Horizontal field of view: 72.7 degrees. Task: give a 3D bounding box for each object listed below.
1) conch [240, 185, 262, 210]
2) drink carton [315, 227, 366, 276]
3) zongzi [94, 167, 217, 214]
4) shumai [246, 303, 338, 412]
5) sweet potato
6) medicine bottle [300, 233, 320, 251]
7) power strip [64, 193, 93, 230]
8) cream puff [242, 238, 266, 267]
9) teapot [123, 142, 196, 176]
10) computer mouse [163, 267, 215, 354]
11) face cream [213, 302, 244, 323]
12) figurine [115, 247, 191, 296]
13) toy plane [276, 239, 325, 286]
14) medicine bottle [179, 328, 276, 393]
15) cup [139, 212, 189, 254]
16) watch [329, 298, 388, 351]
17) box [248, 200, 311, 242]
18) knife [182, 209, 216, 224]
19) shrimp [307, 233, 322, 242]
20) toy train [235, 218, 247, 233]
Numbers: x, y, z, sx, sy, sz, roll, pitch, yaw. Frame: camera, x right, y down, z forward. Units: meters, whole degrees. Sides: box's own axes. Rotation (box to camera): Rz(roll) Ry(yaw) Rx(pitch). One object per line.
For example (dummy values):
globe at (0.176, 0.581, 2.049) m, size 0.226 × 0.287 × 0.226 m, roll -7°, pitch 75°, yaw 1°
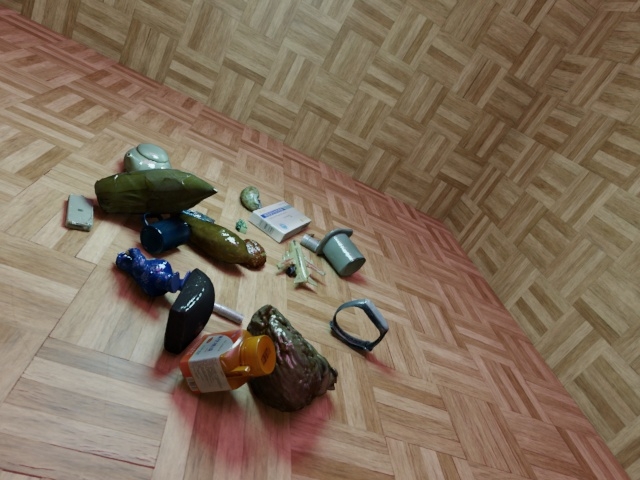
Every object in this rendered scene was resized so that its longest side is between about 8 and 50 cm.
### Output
conch at (-0.359, -0.216, 2.241) m, size 0.172 × 0.106 × 0.116 m, roll 62°, pitch 11°, yaw 19°
drink carton at (0.105, 0.070, 2.154) m, size 0.191 × 0.185 × 0.189 m, roll 4°, pitch 47°, yaw -50°
zongzi at (-0.603, -0.174, 1.570) m, size 0.356 × 0.174 × 0.393 m, roll -8°, pitch 10°, yaw -33°
shumai at (-0.062, 0.353, 1.309) m, size 0.283 × 0.217 × 0.346 m, roll 14°, pitch 26°, yaw -33°
sweet potato at (-0.453, -0.022, 1.721) m, size 0.423 × 0.130 × 0.130 m, roll 27°, pitch 22°, yaw 15°
medicine bottle at (-0.051, 0.013, 2.197) m, size 0.091 × 0.058 × 0.058 m, roll 32°, pitch 23°, yaw 2°
power strip at (-0.836, -0.099, 1.512) m, size 0.082 × 0.035 × 0.192 m, roll 14°, pitch 29°, yaw -35°
cream puff at (-0.286, 0.050, 1.814) m, size 0.149 × 0.084 × 0.149 m, roll 26°, pitch 26°, yaw -14°
teapot at (-0.721, -0.331, 1.969) m, size 0.319 × 0.149 × 0.219 m, roll 21°, pitch 26°, yaw -19°
computer mouse at (-0.372, 0.205, 1.288) m, size 0.100 × 0.170 × 0.269 m, roll 13°, pitch 28°, yaw -4°
face cream at (-0.319, 0.239, 1.457) m, size 0.130 × 0.034 × 0.034 m, roll 27°, pitch 24°, yaw -9°
figurine at (-0.542, 0.106, 1.371) m, size 0.263 × 0.120 × 0.164 m, roll 18°, pitch -11°, yaw 28°
toy plane at (-0.097, 0.100, 1.915) m, size 0.242 × 0.104 × 0.256 m, roll 12°, pitch 30°, yaw -32°
medicine bottle at (-0.239, 0.316, 1.155) m, size 0.149 × 0.222 × 0.111 m, roll -54°, pitch 128°, yaw -65°
cup at (-0.581, -0.025, 1.582) m, size 0.150 × 0.113 × 0.138 m, roll 26°, pitch 23°, yaw 14°
watch at (0.149, 0.327, 1.661) m, size 0.206 × 0.193 × 0.068 m, roll 52°, pitch 23°, yaw -3°
box at (-0.201, -0.105, 2.244) m, size 0.200 × 0.065 × 0.343 m, roll 35°, pitch 24°, yaw 10°
knife at (-0.589, -0.126, 1.875) m, size 0.297 × 0.026 × 0.044 m, roll 20°, pitch 37°, yaw -25°
shrimp at (0.000, 0.001, 2.322) m, size 0.178 × 0.034 × 0.124 m, roll -3°, pitch 34°, yaw -45°
toy train at (-0.365, -0.069, 2.019) m, size 0.053 × 0.033 × 0.083 m, roll 29°, pitch 23°, yaw -18°
